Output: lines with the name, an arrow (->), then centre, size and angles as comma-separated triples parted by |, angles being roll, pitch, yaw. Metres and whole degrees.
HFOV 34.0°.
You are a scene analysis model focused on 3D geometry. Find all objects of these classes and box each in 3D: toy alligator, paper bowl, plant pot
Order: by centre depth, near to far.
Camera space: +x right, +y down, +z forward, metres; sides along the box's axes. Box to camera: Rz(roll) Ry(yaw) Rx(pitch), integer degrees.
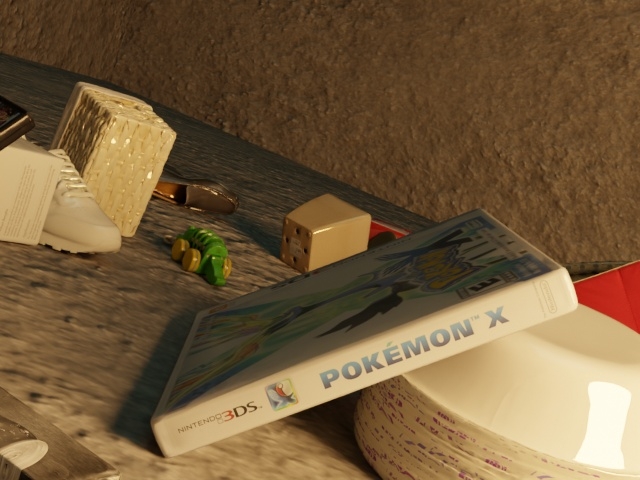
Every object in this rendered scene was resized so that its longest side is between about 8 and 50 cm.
paper bowl -> 0.181, 0.135, 0.879 | 0.284, 0.148, 0.284 | 17, 15, -5
toy alligator -> -0.156, 0.005, 1.326 | 0.056, 0.051, 0.190 | 17, 9, -32
plant pot -> 0.000, 0.000, 1.581 | 0.096, 0.109, 0.109 | -10, 27, -38

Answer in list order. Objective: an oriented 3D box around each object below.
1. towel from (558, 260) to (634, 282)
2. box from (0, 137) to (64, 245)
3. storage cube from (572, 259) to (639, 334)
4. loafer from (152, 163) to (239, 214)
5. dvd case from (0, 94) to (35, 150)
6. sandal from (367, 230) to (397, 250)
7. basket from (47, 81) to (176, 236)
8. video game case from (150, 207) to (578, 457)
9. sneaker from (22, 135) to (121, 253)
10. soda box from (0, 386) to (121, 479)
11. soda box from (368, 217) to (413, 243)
towel -> 0.278, 0.077, 1.467 | 0.324, 0.056, 0.312 | -5, -7, 12
box -> -0.346, -0.061, 1.108 | 0.102, 0.101, 0.087 | 25, 9, 38
storage cube -> 0.399, 0.126, 1.202 | 0.184, 0.193, 0.215 | -23, -17, 31
loafer -> -0.217, -0.074, 1.717 | 0.170, 0.062, 0.061 | 17, 31, -8
dvd case -> -0.430, -0.112, 1.081 | 0.253, 0.180, 0.022 | 28, -32, 40
sandal -> 0.110, 0.063, 1.637 | 0.079, 0.088, 0.240 | 51, 9, -14
basket -> -0.273, -0.099, 1.328 | 0.113, 0.167, 0.103 | 13, 16, -43
video game case -> 0.025, 0.057, 0.857 | 0.300, 0.036, 0.329 | -20, 9, 2
sneaker -> -0.310, -0.056, 1.197 | 0.235, 0.095, 0.090 | 28, 9, 31
soda box -> -0.189, 0.110, 0.557 | 0.169, 0.053, 0.060 | 25, 9, 30
soda box -> 0.189, 0.049, 1.769 | 0.263, 0.092, 0.083 | 22, 7, 10
